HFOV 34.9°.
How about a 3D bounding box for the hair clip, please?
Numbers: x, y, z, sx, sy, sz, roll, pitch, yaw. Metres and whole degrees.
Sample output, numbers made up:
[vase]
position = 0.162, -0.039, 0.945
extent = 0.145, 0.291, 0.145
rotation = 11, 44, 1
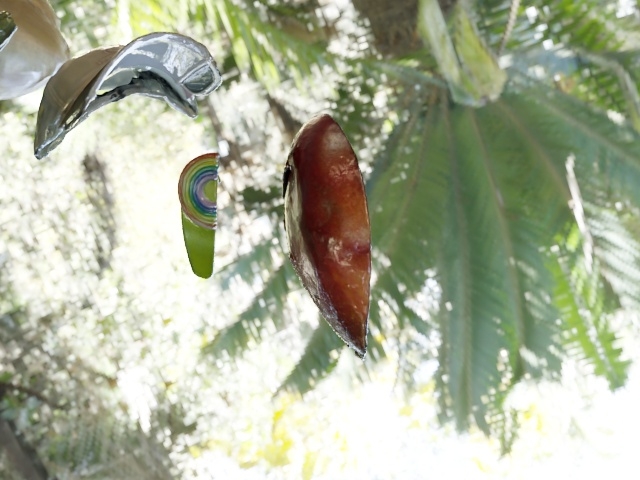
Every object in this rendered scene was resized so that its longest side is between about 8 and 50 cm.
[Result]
[hair clip]
position = -0.169, -0.032, 1.418
extent = 0.060, 0.188, 0.033
rotation = 7, -159, 16

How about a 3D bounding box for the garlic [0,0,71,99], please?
[garlic]
position = -0.544, -0.319, 1.578
extent = 0.313, 0.249, 0.286
rotation = -11, -172, 9

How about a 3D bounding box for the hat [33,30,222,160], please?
[hat]
position = -0.248, -0.203, 1.227
extent = 0.219, 0.164, 0.226
rotation = -20, 155, -29

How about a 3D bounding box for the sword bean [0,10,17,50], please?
[sword bean]
position = -0.444, -0.160, 1.191
extent = 0.269, 0.038, 0.043
rotation = -55, -170, -11

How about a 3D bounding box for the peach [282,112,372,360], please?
[peach]
position = -0.004, -0.001, 1.120
extent = 0.068, 0.279, 0.189
rotation = -5, 160, -16
